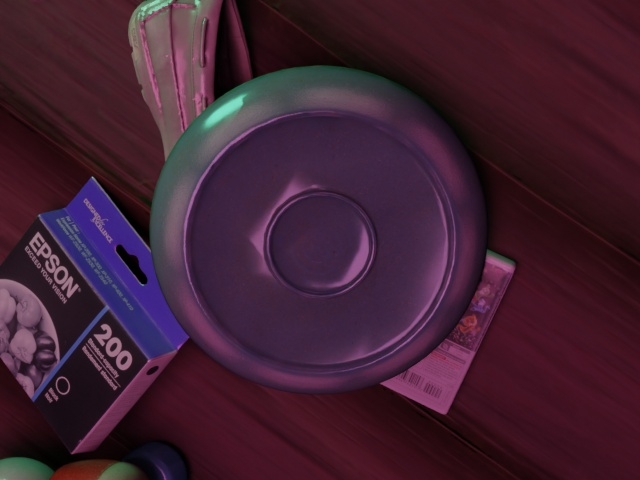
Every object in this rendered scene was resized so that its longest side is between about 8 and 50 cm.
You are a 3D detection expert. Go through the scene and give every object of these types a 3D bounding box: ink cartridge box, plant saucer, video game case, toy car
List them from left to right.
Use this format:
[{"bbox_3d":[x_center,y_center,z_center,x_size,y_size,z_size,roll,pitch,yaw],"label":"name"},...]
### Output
[{"bbox_3d":[-0.294,0.312,1.368,0.237,0.219,0.210,11,109,21],"label":"toy car"},{"bbox_3d":[-0.246,0.077,1.340,0.206,0.045,0.208,49,113,18],"label":"ink cartridge box"},{"bbox_3d":[0.000,0.000,1.200,0.317,0.044,0.318,-1,104,-2],"label":"plant saucer"},{"bbox_3d":[0.073,0.058,1.287,0.190,0.022,0.173,26,111,8],"label":"video game case"}]

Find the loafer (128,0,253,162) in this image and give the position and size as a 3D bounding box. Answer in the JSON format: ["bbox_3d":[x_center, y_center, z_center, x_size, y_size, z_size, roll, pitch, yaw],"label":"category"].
[{"bbox_3d":[-0.088,-0.086,1.242,0.111,0.112,0.320,-12,102,27],"label":"loafer"}]
